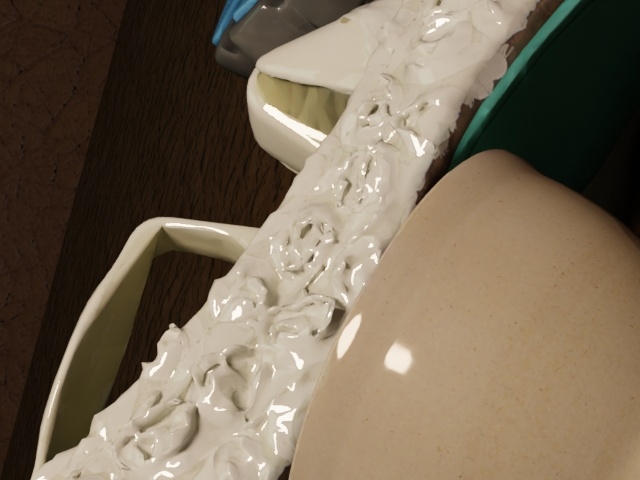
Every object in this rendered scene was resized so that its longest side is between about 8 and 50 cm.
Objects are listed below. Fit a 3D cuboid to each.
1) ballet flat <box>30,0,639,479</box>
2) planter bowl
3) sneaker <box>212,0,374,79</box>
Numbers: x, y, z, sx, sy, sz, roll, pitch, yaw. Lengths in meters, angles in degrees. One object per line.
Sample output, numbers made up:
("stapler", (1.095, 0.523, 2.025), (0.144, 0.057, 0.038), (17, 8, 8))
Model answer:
("ballet flat", (0.000, 0.000, 0.698), (0.409, 0.147, 0.147), (-56, 8, -20))
("planter bowl", (0.076, 0.064, 0.618), (0.162, 0.109, 0.162), (-47, -29, -36))
("sneaker", (0.104, -0.167, 0.823), (0.341, 0.140, 0.125), (-42, 21, 30))
